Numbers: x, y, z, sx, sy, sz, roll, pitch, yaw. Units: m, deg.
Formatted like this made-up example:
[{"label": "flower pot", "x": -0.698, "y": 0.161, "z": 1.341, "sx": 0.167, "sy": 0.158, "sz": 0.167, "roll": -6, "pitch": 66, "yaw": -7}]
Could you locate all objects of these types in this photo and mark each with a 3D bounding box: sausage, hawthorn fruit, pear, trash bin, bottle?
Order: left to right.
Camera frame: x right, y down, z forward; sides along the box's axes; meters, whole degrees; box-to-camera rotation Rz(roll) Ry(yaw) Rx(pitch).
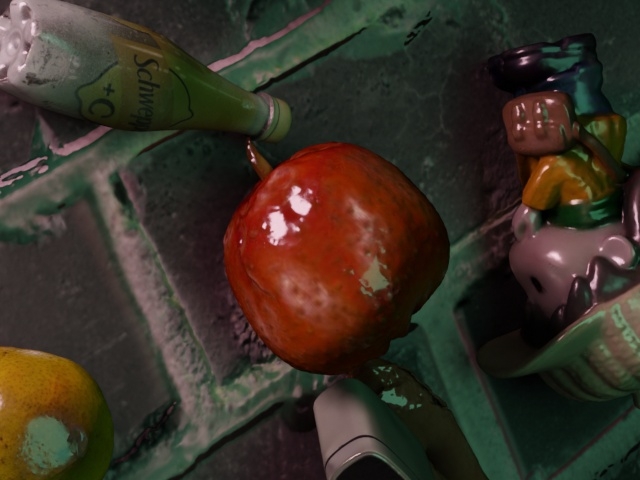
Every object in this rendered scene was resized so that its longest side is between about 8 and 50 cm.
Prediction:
[{"label": "pear", "x": -0.212, "y": 0.143, "z": 1.456, "sx": 0.141, "sy": 0.104, "sz": 0.141, "roll": 8, "pitch": 79, "yaw": -42}, {"label": "bottle", "x": -0.131, "y": -0.122, "z": 1.551, "sx": 0.270, "sy": 0.083, "sz": 0.083, "roll": 13, "pitch": 79, "yaw": -40}, {"label": "hawthorn fruit", "x": 0.000, "y": 0.000, "z": 1.600, "sx": 0.200, "sy": 0.179, "sz": 0.179, "roll": 51, "pitch": 57, "yaw": -10}, {"label": "trash bin", "x": 0.047, "y": 0.185, "z": 1.611, "sx": 0.059, "sy": 0.130, "sz": 0.116, "roll": -37, "pitch": 112, "yaw": 9}, {"label": "sausage", "x": 0.119, "y": 0.214, "z": 1.743, "sx": 0.304, "sy": 0.078, "sz": 0.078, "roll": 52, "pitch": 58, "yaw": -22}]

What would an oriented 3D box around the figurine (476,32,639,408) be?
[{"label": "figurine", "x": 0.249, "y": -0.017, "z": 1.797, "sx": 0.204, "sy": 0.185, "sz": 0.332, "roll": 4, "pitch": 89, "yaw": -4}]
